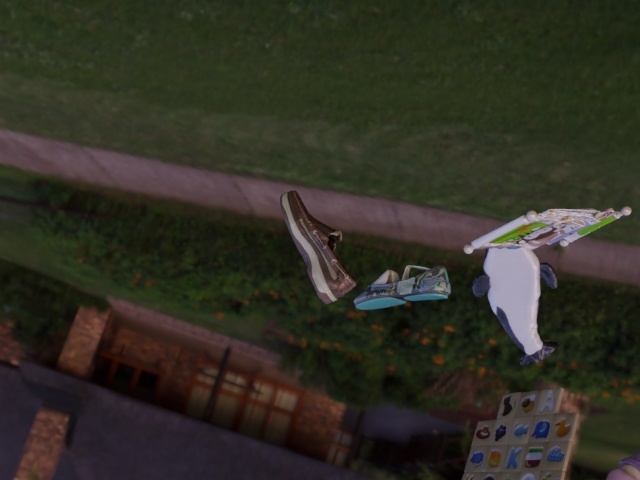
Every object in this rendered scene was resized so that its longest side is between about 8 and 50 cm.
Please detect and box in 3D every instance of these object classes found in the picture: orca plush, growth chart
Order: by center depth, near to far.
[{"bbox_3d":[0.361,-0.016,1.498,0.237,0.021,0.172,-3,159,-32],"label":"growth chart"},{"bbox_3d":[0.381,0.088,1.757,0.151,0.102,0.287,-27,110,20],"label":"orca plush"}]

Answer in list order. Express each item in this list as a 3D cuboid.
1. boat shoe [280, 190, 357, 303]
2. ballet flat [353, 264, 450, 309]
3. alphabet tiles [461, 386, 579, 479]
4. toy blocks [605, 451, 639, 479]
[{"bbox_3d":[0.002,0.001,1.956,0.095,0.258,0.095,-26,168,9],"label":"boat shoe"},{"bbox_3d":[0.138,0.076,1.567,0.188,0.070,0.070,-10,151,36],"label":"ballet flat"},{"bbox_3d":[0.365,0.443,1.774,0.011,0.343,0.285,32,153,-20],"label":"alphabet tiles"},{"bbox_3d":[0.675,0.507,1.603,0.309,0.260,0.288,54,152,-14],"label":"toy blocks"}]
